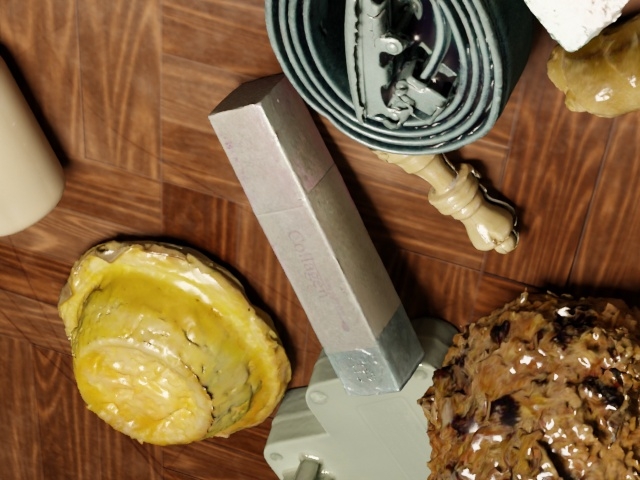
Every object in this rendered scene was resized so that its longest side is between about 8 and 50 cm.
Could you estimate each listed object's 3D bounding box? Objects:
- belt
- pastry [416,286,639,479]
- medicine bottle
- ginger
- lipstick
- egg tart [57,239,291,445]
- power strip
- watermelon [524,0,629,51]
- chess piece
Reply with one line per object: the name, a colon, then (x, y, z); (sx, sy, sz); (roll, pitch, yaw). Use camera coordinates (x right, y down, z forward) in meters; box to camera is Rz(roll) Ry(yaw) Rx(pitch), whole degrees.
belt: (0.059, -0.187, 1.251); (0.206, 0.116, 0.267); (6, 138, 26)
pastry: (0.227, 0.174, 1.456); (0.275, 0.275, 0.193); (-16, 144, 36)
medicine bottle: (-0.343, -0.127, 1.500); (0.114, 0.114, 0.252); (-1, 133, 26)
ginger: (0.257, -0.149, 1.223); (0.069, 0.095, 0.190); (9, 159, -42)
lipstick: (0.000, 0.000, 1.461); (0.066, 0.068, 0.317); (-9, 117, 36)
egg tart: (-0.168, 0.123, 1.681); (0.288, 0.118, 0.288); (14, 133, 15)
power strip: (0.062, 0.216, 1.650); (0.261, 0.141, 0.229); (-15, 124, 32)
watermelon: (0.235, -0.265, 1.127); (0.154, 0.094, 0.241); (49, 132, -11)
chess piece: (0.119, -0.049, 1.412); (0.172, 0.060, 0.060); (43, 135, -22)
